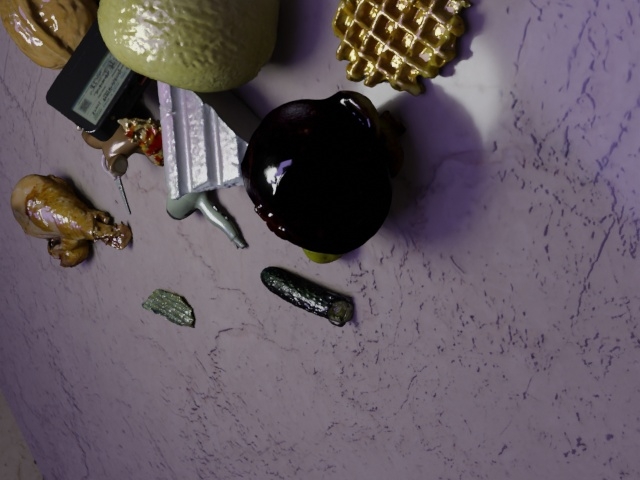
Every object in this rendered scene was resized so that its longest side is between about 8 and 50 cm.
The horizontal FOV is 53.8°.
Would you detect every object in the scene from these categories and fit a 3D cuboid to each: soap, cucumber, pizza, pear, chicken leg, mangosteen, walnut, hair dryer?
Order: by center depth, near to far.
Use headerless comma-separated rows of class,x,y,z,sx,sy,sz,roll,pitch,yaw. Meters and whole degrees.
mangosteen,0.017,-0.117,1.043,0.287,0.233,0.288,-2,114,-3
pear,0.000,0.000,1.224,0.096,0.092,0.092,16,114,37
soap,-0.183,-0.244,1.254,0.257,0.159,0.303,-4,94,31
cucumber,-0.045,0.109,1.313,0.245,0.067,0.067,20,116,35
pizza,-0.357,-0.220,1.399,0.188,0.198,0.062,-30,57,42
hair dryer,-0.241,-0.116,1.423,0.224,0.088,0.219,26,116,19
walnut,-0.659,-0.548,1.552,0.224,0.257,0.257,-30,82,11
chicken leg,-0.710,-0.029,1.834,0.409,0.182,0.295,16,124,21

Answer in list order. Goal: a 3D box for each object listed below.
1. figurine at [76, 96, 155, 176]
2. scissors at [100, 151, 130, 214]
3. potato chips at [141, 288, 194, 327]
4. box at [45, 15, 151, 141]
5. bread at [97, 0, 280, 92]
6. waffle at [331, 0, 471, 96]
figurine,-0.499,-0.299,1.516,0.247,0.177,0.173,53,151,31
scissors,-0.552,-0.160,1.722,0.100,0.015,0.189,-17,94,45
potato chips,-0.411,0.173,1.693,0.207,0.028,0.092,18,114,35
box,-0.449,-0.405,1.394,0.211,0.058,0.350,35,90,28
bread,-0.240,-0.405,1.150,0.320,0.320,0.237,33,109,30
waffle,0.117,-0.335,1.028,0.229,0.057,0.219,47,130,20
